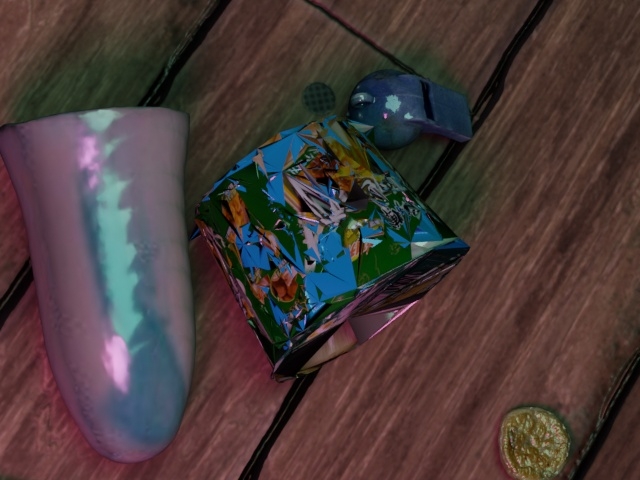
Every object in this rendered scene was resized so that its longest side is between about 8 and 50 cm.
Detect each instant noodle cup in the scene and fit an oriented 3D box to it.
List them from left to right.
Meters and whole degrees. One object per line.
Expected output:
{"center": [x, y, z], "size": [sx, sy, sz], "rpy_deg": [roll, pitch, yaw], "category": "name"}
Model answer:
{"center": [0.000, 0.000, 1.835], "size": [0.240, 0.240, 0.178], "rpy_deg": [-29, 77, -20], "category": "instant noodle cup"}

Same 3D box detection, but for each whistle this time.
{"center": [0.081, -0.130, 1.967], "size": [0.158, 0.090, 0.090], "rpy_deg": [15, 68, -53], "category": "whistle"}

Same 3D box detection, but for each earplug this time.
{"center": [-0.197, 0.048, 1.800], "size": [0.185, 0.185, 0.324], "rpy_deg": [-5, 86, -17], "category": "earplug"}

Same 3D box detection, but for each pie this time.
{"center": [0.215, 0.209, 1.943], "size": [0.084, 0.021, 0.084], "rpy_deg": [5, 71, -16], "category": "pie"}
